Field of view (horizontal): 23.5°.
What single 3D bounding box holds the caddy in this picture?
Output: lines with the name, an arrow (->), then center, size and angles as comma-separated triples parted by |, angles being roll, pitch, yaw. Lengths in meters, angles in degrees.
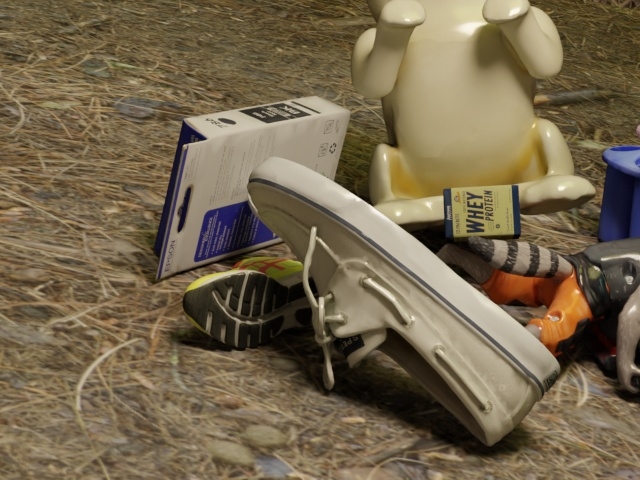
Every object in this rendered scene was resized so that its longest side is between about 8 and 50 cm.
caddy -> 0.545, -0.054, 2.107 | 0.341, 0.179, 0.241 | 6, 14, -14

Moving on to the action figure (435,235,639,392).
action figure -> 0.320, 0.073, 1.688 | 0.330, 0.178, 0.341 | -6, 21, -19

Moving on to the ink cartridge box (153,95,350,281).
ink cartridge box -> -0.092, -0.067, 1.765 | 0.065, 0.165, 0.333 | 25, 22, 26

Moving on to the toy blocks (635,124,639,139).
toy blocks -> 0.491, -0.068, 1.879 | 0.260, 0.309, 0.288 | 26, 49, 33

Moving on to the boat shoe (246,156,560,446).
boat shoe -> 0.046, 0.075, 1.520 | 0.367, 0.156, 0.136 | 39, -13, 7

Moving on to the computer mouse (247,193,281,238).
computer mouse -> 0.000, 0.000, 1.729 | 0.193, 0.042, 0.106 | 40, 17, -14

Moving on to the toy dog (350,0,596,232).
toy dog -> 0.183, -0.223, 1.931 | 0.284, 0.408, 0.395 | -9, -3, 14

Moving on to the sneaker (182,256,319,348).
sneaker -> -0.075, 0.058, 1.605 | 0.094, 0.081, 0.208 | 22, 15, 39

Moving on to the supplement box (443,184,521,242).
supplement box -> 0.180, -0.029, 1.722 | 0.083, 0.056, 0.083 | -3, -5, 5
